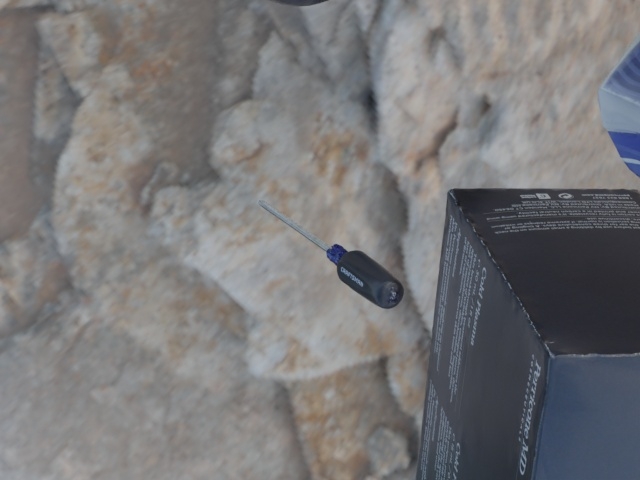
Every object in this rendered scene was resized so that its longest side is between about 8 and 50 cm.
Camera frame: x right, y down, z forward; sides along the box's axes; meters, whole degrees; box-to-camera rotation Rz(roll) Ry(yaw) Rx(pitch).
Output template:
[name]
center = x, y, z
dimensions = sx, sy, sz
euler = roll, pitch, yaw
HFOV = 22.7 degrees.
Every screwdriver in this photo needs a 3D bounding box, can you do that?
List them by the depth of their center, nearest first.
[screwdriver]
center = 0.000, 0.000, 0.973
dimensions = 0.024, 0.170, 0.025
euler = -29, 127, -17

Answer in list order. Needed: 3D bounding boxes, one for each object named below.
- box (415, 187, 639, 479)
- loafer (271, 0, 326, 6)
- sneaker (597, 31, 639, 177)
[box]
center = 0.204, 0.171, 1.294
dimensions = 0.179, 0.312, 0.343
euler = 1, 114, -9
[loafer]
center = -0.001, -0.105, 0.420
dimensions = 0.109, 0.302, 0.095
euler = -9, 114, -19
[sneaker]
center = 0.318, -0.093, 0.879
dimensions = 0.315, 0.127, 0.182
euler = -36, 131, -13
